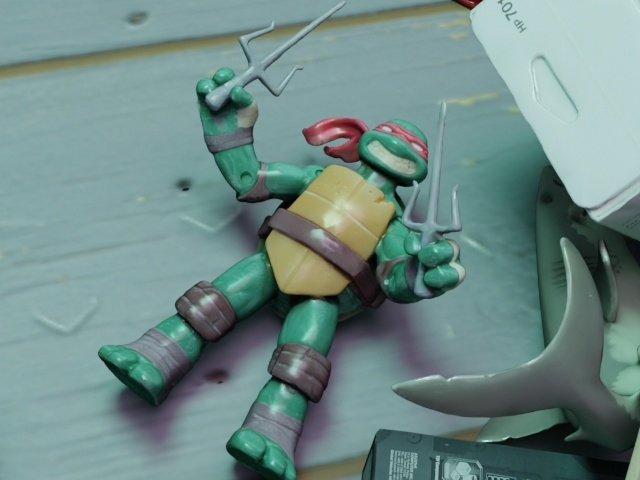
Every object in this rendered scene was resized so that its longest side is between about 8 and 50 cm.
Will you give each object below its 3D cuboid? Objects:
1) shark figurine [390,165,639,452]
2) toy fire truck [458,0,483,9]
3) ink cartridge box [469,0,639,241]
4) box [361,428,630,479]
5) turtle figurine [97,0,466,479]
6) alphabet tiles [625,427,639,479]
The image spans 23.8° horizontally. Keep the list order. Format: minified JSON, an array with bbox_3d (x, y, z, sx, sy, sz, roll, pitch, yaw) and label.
[{"bbox_3d":[0.119,0.072,0.755,0.116,0.278,0.166,-28,96,18],"label":"shark figurine"},{"bbox_3d":[0.184,-0.185,0.964,0.192,0.047,0.135,19,59,3],"label":"toy fire truck"},{"bbox_3d":[0.180,-0.068,0.813,0.082,0.191,0.139,-37,63,21],"label":"ink cartridge box"},{"bbox_3d":[0.103,0.212,0.708,0.183,0.059,0.232,8,58,-3],"label":"box"},{"bbox_3d":[0.000,0.000,0.788,0.175,0.118,0.234,26,74,27],"label":"turtle figurine"},{"bbox_3d":[0.207,0.098,0.713,0.009,0.237,0.198,-3,50,36],"label":"alphabet tiles"}]
